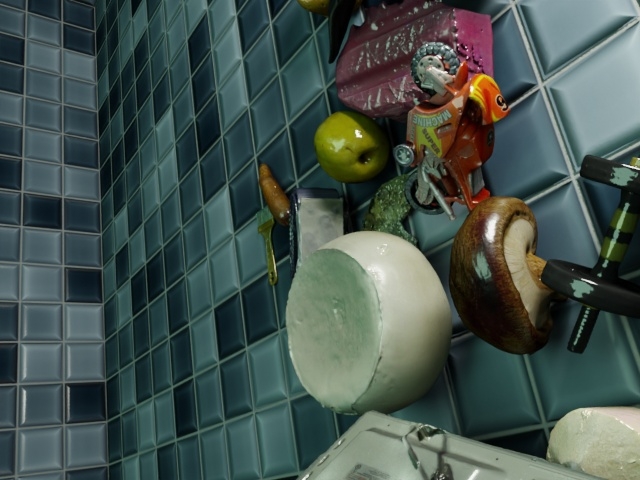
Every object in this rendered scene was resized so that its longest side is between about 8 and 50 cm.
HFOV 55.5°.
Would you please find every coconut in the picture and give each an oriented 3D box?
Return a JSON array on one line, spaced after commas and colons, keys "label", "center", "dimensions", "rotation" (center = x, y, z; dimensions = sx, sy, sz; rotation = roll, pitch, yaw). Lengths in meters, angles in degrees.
[{"label": "coconut", "center": [0.356, 0.276, 0.744], "dimensions": [0.147, 0.153, 0.147], "rotation": [-18, 68, 52]}]

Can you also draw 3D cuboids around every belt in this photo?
[{"label": "belt", "center": [0.000, 0.000, 1.304], "dimensions": [0.139, 0.126, 0.230], "rotation": [146, 124, -74]}]

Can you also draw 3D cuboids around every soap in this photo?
[{"label": "soap", "center": [0.158, -0.327, 1.123], "dimensions": [0.325, 0.127, 0.220], "rotation": [-3, 86, 49]}]

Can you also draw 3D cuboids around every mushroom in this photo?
[{"label": "mushroom", "center": [0.256, 0.050, 0.886], "dimensions": [0.138, 0.194, 0.231], "rotation": [-25, 54, 49]}]

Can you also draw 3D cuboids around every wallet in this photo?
[{"label": "wallet", "center": [0.049, -0.510, 1.113], "dimensions": [0.323, 0.041, 0.247], "rotation": [87, -165, -60]}]

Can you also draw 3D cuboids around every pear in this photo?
[{"label": "pear", "center": [0.061, -0.188, 1.227], "dimensions": [0.162, 0.149, 0.148], "rotation": [43, 119, 55]}]

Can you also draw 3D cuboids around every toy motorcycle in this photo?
[{"label": "toy motorcycle", "center": [0.211, -0.162, 0.976], "dimensions": [0.171, 0.089, 0.297], "rotation": [14, 125, 25]}]

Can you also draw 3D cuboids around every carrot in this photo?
[{"label": "carrot", "center": [-0.119, -0.120, 1.544], "dimensions": [0.059, 0.059, 0.247], "rotation": [-60, 39, 29]}]

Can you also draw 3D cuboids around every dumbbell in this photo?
[{"label": "dumbbell", "center": [0.377, -0.007, 0.768], "dimensions": [0.143, 0.143, 0.325], "rotation": [32, 110, 51]}]

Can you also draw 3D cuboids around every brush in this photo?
[{"label": "brush", "center": [-0.135, 0.013, 1.577], "dimensions": [0.083, 0.010, 0.218], "rotation": [-31, 60, 47]}]

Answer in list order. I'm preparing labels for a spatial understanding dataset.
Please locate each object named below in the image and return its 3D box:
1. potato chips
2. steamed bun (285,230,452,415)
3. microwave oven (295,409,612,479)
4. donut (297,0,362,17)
[{"label": "potato chips", "center": [0.144, -0.022, 1.188], "dimensions": [0.202, 0.029, 0.219], "rotation": [23, 105, 56]}, {"label": "steamed bun", "center": [0.092, 0.145, 1.078], "dimensions": [0.324, 0.207, 0.323], "rotation": [-4, 85, 53]}, {"label": "microwave oven", "center": [0.180, 0.436, 0.768], "dimensions": [0.432, 0.236, 0.374], "rotation": [-2, 119, 53]}, {"label": "donut", "center": [0.030, -0.612, 1.367], "dimensions": [0.227, 0.114, 0.226], "rotation": [-8, 80, 53]}]
